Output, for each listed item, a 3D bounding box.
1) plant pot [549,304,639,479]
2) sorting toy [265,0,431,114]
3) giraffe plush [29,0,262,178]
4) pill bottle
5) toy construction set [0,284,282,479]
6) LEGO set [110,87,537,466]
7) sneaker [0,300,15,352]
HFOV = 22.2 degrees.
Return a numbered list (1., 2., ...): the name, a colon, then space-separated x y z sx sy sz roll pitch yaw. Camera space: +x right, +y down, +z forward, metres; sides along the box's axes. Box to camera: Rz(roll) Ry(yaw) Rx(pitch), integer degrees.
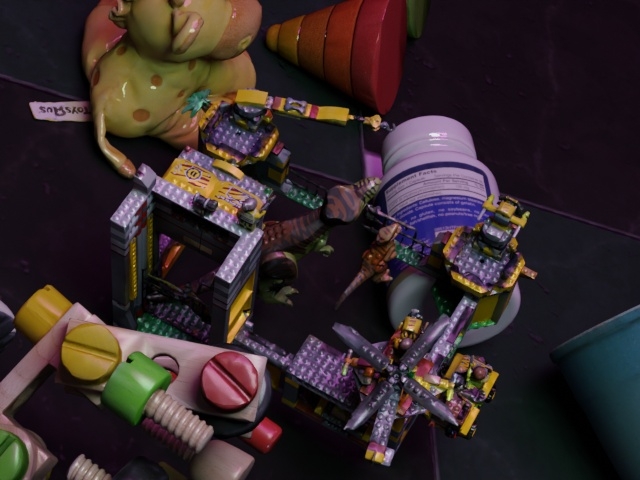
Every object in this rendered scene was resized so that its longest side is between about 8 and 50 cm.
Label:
1. plant pot: 0.362 0.156 1.327 0.271 0.271 0.255 -14 77 -40
2. sorting toy: 0.041 -0.256 1.610 0.126 0.127 0.365 7 39 13
3. giraffe plush: -0.121 -0.171 1.351 0.210 0.170 0.181 -20 66 -42
4. pill bottle: 0.103 -0.012 1.398 0.112 0.112 0.187 14 47 -23
5. toy construction set: -0.175 0.112 1.036 0.237 0.257 0.309 34 15 9
6. LEGO set: 0.000 0.000 1.188 0.331 0.192 0.255 35 62 13
7. sneaker: -0.314 0.019 1.061 0.110 0.107 0.275 53 7 29
